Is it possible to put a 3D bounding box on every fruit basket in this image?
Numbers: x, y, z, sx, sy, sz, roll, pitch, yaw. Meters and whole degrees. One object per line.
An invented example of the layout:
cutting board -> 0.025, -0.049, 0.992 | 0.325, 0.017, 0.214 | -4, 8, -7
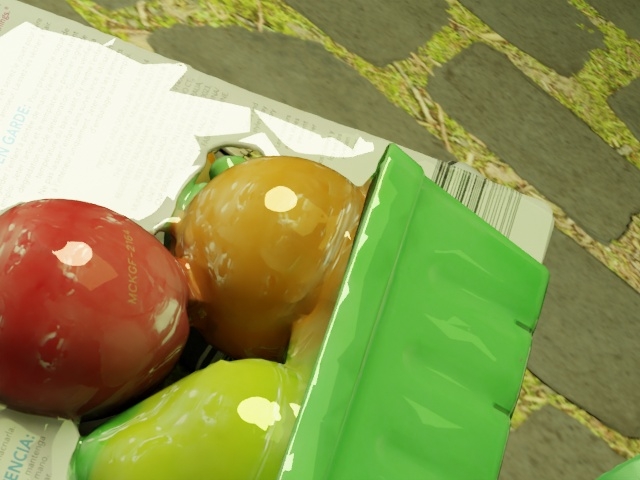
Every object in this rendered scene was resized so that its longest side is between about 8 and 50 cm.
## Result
fruit basket -> -0.076, 0.053, 0.911 | 0.353, 0.165, 0.327 | 18, 55, 1

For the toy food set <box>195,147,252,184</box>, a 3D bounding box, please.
toy food set -> -0.120, -0.080, 1.214 | 0.132, 0.038, 0.192 | 38, 29, 5

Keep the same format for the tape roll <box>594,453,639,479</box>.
tape roll -> 0.176, 0.199, 0.812 | 0.321, 0.321, 0.077 | 8, 39, -40

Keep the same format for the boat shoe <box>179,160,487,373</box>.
boat shoe -> -0.002, 0.003, 1.142 | 0.105, 0.113, 0.306 | 41, 43, 13
